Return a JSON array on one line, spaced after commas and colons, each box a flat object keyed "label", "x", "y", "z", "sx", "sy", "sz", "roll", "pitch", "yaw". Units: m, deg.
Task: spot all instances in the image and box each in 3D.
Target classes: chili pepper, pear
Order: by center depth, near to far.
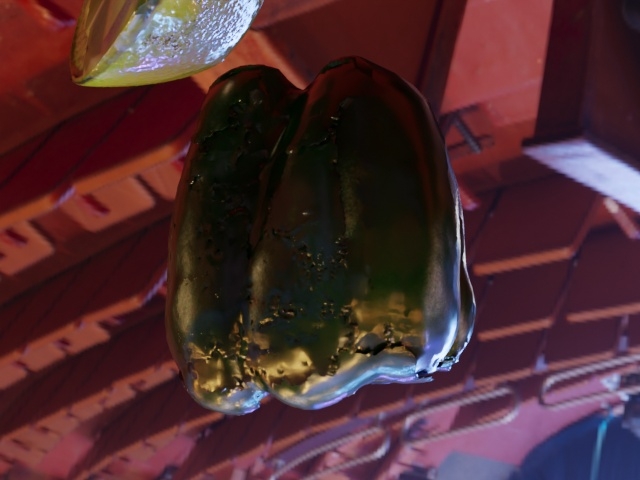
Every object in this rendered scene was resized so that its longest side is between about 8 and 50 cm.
[{"label": "chili pepper", "x": 0.000, "y": 0.000, "z": 0.814, "sx": 0.233, "sy": 0.257, "sz": 0.248, "roll": -2, "pitch": 173, "yaw": 5}, {"label": "pear", "x": -0.174, "y": -0.351, "z": 1.397, "sx": 0.165, "sy": 0.399, "sz": 0.399, "roll": 23, "pitch": 148, "yaw": -27}]
